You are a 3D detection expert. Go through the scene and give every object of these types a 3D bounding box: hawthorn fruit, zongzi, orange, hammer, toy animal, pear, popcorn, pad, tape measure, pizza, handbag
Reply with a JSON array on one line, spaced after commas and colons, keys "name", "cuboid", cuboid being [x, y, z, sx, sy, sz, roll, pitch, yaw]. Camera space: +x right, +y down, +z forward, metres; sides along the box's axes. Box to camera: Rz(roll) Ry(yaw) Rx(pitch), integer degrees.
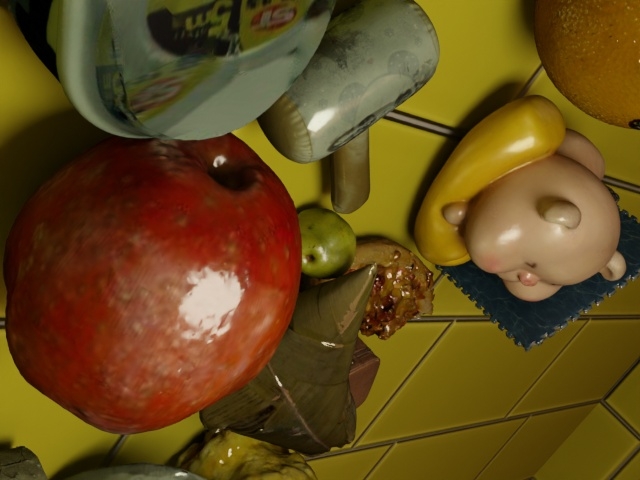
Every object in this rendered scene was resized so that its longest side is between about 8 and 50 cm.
[{"name": "hawthorn fruit", "cuboid": [-0.142, 0.034, 0.901, 0.284, 0.284, 0.284, -31, 149, -21]}, {"name": "zongzi", "cuboid": [0.022, 0.156, 1.304, 0.300, 0.145, 0.274, -36, 142, 19]}, {"name": "orange", "cuboid": [0.377, -0.260, 1.175, 0.274, 0.274, 0.274, -31, 149, -21]}, {"name": "hammer", "cuboid": [0.032, -0.118, 1.099, 0.202, 0.113, 0.305, -33, 155, -12]}, {"name": "toy animal", "cuboid": [0.290, -0.016, 1.401, 0.277, 0.247, 0.345, -44, 157, 14]}, {"name": "pear", "cuboid": [0.000, 0.000, 1.233, 0.092, 0.092, 0.097, -56, -169, 22]}, {"name": "popcorn", "cuboid": [-0.097, 0.347, 1.454, 0.200, 0.203, 0.226, -13, 176, 9]}, {"name": "pad", "cuboid": [0.333, 0.023, 1.493, 0.269, 0.270, 0.012, -34, 127, -7]}, {"name": "tape measure", "cuboid": [-0.105, -0.202, 0.769, 0.259, 0.138, 0.262, -24, 146, -30]}, {"name": "pizza", "cuboid": [0.072, 0.074, 1.419, 0.161, 0.085, 0.305, -50, 150, 15]}, {"name": "handbag", "cuboid": [-0.010, 0.232, 1.542, 0.193, 0.072, 0.151, -26, 147, -32]}]

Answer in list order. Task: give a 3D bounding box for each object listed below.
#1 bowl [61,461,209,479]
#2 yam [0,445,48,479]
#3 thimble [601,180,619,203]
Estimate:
[{"name": "bowl", "cuboid": [-0.228, 0.436, 1.290, 0.307, 0.163, 0.307, 0, 134, 1]}, {"name": "yam", "cuboid": [-0.397, 0.295, 1.060, 0.254, 0.154, 0.154, 1, 129, -49]}, {"name": "thimble", "cuboid": [0.453, -0.055, 1.753, 0.104, 0.066, 0.095, -29, 147, -20]}]
